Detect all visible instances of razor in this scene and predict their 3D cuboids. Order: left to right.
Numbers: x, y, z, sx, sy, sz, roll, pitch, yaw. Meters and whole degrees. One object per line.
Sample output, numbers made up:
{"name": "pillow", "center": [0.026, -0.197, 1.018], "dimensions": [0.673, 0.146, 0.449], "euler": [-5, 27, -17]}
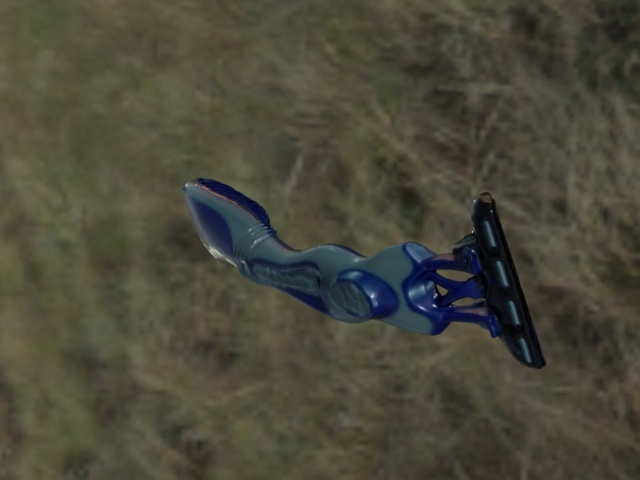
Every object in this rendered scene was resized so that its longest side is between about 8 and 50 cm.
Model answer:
{"name": "razor", "center": [-0.003, 0.002, 0.428], "dimensions": [0.154, 0.028, 0.044], "euler": [16, 130, 55]}
